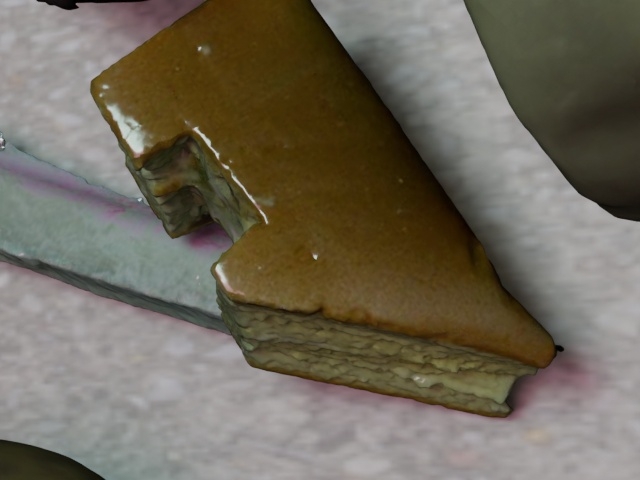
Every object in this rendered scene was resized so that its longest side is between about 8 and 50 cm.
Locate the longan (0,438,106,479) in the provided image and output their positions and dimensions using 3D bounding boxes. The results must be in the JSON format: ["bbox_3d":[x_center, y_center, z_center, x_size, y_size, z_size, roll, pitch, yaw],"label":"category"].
[{"bbox_3d":[-0.192,0.210,1.026,0.248,0.248,0.248,-1,88,30],"label":"longan"}]

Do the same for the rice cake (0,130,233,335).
[{"bbox_3d":[-0.142,-0.017,1.098,0.290,0.051,0.081,16,86,27],"label":"rice cake"}]

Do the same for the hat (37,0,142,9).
[{"bbox_3d":[-0.078,-0.260,0.962,0.209,0.336,0.238,-15,58,-9],"label":"hat"}]

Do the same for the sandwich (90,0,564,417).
[{"bbox_3d":[0.000,0.000,0.957,0.128,0.122,0.236,-33,75,-12],"label":"sandwich"}]

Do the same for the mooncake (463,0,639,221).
[{"bbox_3d":[0.131,-0.141,0.826,0.135,0.275,0.275,-18,79,18],"label":"mooncake"}]
